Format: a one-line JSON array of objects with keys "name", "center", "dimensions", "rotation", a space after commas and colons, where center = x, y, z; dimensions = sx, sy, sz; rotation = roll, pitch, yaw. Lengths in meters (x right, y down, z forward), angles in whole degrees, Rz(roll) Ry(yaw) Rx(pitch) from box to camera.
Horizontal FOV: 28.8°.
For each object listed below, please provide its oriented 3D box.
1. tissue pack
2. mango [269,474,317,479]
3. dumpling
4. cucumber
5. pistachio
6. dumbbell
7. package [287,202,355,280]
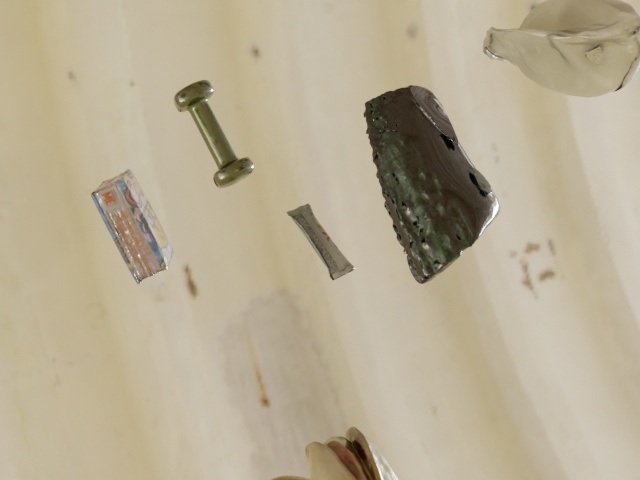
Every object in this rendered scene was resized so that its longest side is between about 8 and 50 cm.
[{"name": "tissue pack", "center": [-0.282, -0.023, 1.893], "dimensions": [0.065, 0.155, 0.115], "rotation": [-24, -168, 3]}, {"name": "mango", "center": [0.030, 0.333, 1.287], "dimensions": [0.253, 0.113, 0.138], "rotation": [26, -125, -16]}, {"name": "dumpling", "center": [0.405, -0.326, 2.084], "dimensions": [0.260, 0.181, 0.341], "rotation": [0, -155, 3]}, {"name": "cucumber", "center": [0.112, -0.058, 1.177], "dimensions": [0.115, 0.086, 0.193], "rotation": [2, -125, -45]}, {"name": "pistachio", "center": [0.055, 0.354, 1.634], "dimensions": [0.144, 0.144, 0.215], "rotation": [-15, -106, -33]}, {"name": "dumbbell", "center": [-0.117, -0.115, 1.356], "dimensions": [0.046, 0.118, 0.052], "rotation": [-27, 177, -15]}, {"name": "package", "center": [0.000, 0.000, 1.584], "dimensions": [0.037, 0.015, 0.110], "rotation": [-26, -107, -30]}]
